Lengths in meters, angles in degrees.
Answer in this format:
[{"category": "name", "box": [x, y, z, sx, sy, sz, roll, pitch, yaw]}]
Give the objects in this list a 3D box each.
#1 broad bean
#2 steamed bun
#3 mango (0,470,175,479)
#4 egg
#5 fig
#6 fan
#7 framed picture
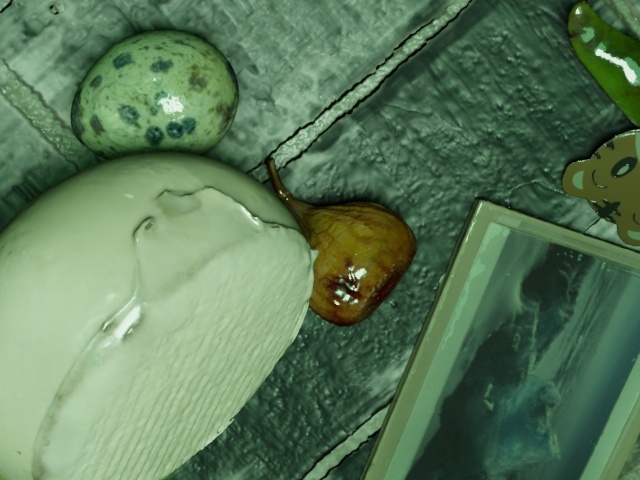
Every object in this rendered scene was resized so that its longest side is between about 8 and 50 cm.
[{"category": "broad bean", "box": [0.397, -0.150, 1.018, 0.077, 0.061, 0.339, -39, 106, 18]}, {"category": "steamed bun", "box": [-0.197, 0.072, 0.883, 0.241, 0.374, 0.374, 36, 102, 23]}, {"category": "mango", "box": [-0.291, 0.240, 1.035, 0.251, 0.114, 0.156, -1, 95, -5]}, {"category": "egg", "box": [-0.175, -0.145, 0.922, 0.182, 0.141, 0.141, -16, 107, 9]}, {"category": "fig", "box": [0.000, 0.000, 1.005, 0.201, 0.133, 0.146, 36, 72, 5]}, {"category": "fan", "box": [0.403, -0.088, 1.012, 0.152, 0.008, 0.227, 40, 126, -13]}, {"category": "framed picture", "box": [0.262, 0.197, 1.123, 0.326, 0.028, 0.446, 17, 104, -10]}]
